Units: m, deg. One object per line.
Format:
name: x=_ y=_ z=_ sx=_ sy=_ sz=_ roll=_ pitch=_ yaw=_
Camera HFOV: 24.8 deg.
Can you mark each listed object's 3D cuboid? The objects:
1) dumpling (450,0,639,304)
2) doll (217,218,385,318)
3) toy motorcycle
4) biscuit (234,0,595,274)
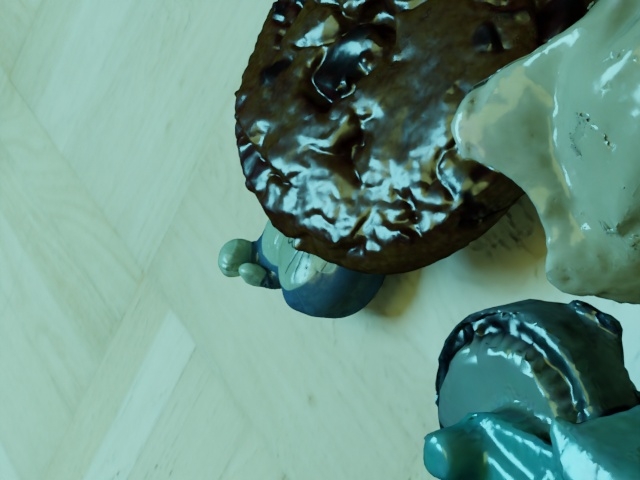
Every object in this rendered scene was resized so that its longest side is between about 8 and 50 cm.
dumpling: x=0.147 y=-0.043 z=0.480 sx=0.199 sy=0.118 sz=0.136 roll=-20 pitch=97 yaw=8
doll: x=0.000 y=0.000 z=0.705 sx=0.083 sy=0.050 sz=0.076 roll=30 pitch=91 yaw=50
toy motorcycle: x=0.114 y=0.142 z=0.470 sx=0.260 sy=0.154 sz=0.206 roll=34 pitch=126 yaw=48
biscuit: x=0.038 y=-0.078 z=0.652 sx=0.192 sy=0.049 sz=0.192 roll=-14 pitch=65 yaw=33
